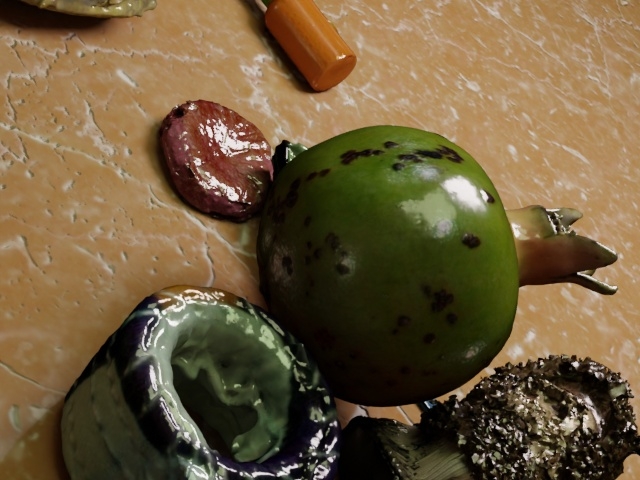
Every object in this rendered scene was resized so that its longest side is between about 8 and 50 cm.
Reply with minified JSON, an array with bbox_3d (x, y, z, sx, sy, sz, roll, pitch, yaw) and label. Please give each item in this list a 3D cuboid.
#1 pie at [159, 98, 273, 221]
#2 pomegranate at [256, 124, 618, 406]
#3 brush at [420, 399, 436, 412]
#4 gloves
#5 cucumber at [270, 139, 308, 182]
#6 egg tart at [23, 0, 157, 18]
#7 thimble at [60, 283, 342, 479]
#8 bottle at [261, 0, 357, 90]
[{"bbox_3d":[-0.107,-0.087,1.843,0.153,0.038,0.153,25,40,-23],"label":"pie"},{"bbox_3d":[0.095,0.007,1.606,0.291,0.323,0.291,60,14,-26],"label":"pomegranate"},{"bbox_3d":[0.128,0.189,1.795,0.164,0.014,0.051,51,34,15],"label":"brush"},{"bbox_3d":[0.170,0.210,1.671,0.312,0.135,0.210,-12,23,-17],"label":"gloves"},{"bbox_3d":[0.000,0.000,1.819,0.115,0.086,0.193,15,49,-33],"label":"cucumber"},{"bbox_3d":[-0.303,-0.384,1.886,0.352,0.150,0.352,25,35,-19],"label":"egg tart"},{"bbox_3d":[-0.105,0.164,1.476,0.237,0.150,0.237,25,41,-23],"label":"thimble"},{"bbox_3d":[-0.032,-0.269,2.091,0.069,0.069,0.187,-15,64,-51],"label":"bottle"}]
